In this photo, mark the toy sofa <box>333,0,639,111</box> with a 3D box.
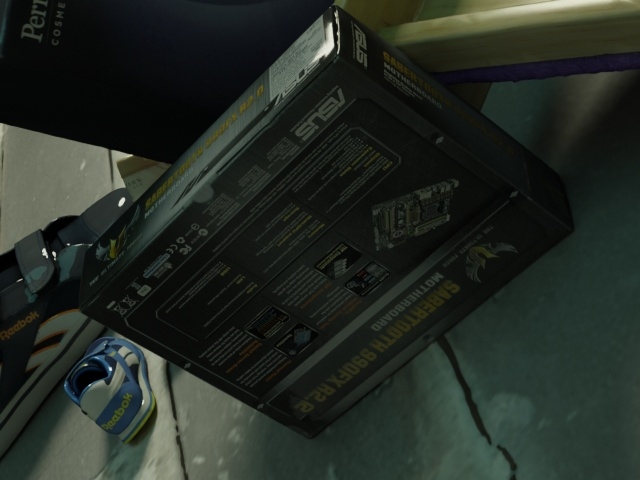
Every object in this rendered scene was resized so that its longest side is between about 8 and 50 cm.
[{"bbox_3d":[0.177,-0.140,0.682,0.363,0.177,0.150,6,70,61],"label":"toy sofa"}]

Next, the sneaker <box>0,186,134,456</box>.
[{"bbox_3d":[-0.281,0.065,1.281,0.321,0.127,0.126,-53,24,3],"label":"sneaker"}]

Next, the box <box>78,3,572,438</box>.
[{"bbox_3d":[0.000,0.000,0.803,0.231,0.183,0.056,-42,31,28],"label":"box"}]

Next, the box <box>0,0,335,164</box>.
[{"bbox_3d":[-0.092,-0.213,0.984,0.183,0.294,0.296,-13,69,61],"label":"box"}]

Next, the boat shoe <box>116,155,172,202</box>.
[{"bbox_3d":[-0.106,-0.092,1.176,0.063,0.059,0.170,-17,22,49],"label":"boat shoe"}]

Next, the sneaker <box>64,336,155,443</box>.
[{"bbox_3d":[-0.176,0.109,1.121,0.053,0.059,0.144,-57,25,5],"label":"sneaker"}]
